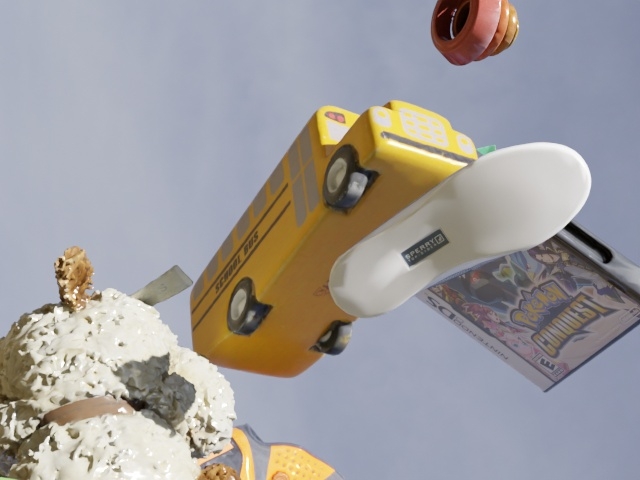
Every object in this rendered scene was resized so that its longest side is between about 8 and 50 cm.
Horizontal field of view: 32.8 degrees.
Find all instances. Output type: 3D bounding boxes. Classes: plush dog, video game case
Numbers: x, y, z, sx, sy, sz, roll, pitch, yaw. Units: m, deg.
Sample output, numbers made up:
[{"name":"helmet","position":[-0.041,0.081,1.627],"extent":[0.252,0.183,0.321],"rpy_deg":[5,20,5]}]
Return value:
[{"name":"plush dog","position":[-0.168,0.150,0.830],"extent":[0.210,0.263,0.225],"rpy_deg":[104,-28,-42]},{"name":"video game case","position":[0.197,0.039,1.149],"extent":[0.035,0.248,0.275],"rpy_deg":[-51,174,-27]}]

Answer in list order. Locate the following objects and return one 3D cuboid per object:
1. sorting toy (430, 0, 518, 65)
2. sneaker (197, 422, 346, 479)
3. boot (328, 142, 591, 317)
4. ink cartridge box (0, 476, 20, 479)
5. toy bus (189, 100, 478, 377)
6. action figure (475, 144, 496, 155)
[{"name":"sorting toy","position":[0.090,-0.140,0.570],"extent":[0.061,0.042,0.102],"rpy_deg":[31,-73,58]},{"name":"sneaker","position":[-0.027,0.327,1.078],"extent":[0.125,0.180,0.321],"rpy_deg":[-8,-70,52]},{"name":"boot","position":[0.094,-0.014,0.739],"extent":[0.190,0.086,0.069],"rpy_deg":[-27,-85,20]},{"name":"ink cartridge box","position":[-0.202,0.227,0.503],"extent":[0.255,0.189,0.097],"rpy_deg":[-55,-146,25]},{"name":"toy bus","position":[0.000,0.000,0.957],"extent":[0.332,0.108,0.130],"rpy_deg":[-52,-146,39]},{"name":"action figure","position":[0.105,-0.036,1.326],"extent":[0.232,0.063,0.137],"rpy_deg":[-8,-101,11]}]
